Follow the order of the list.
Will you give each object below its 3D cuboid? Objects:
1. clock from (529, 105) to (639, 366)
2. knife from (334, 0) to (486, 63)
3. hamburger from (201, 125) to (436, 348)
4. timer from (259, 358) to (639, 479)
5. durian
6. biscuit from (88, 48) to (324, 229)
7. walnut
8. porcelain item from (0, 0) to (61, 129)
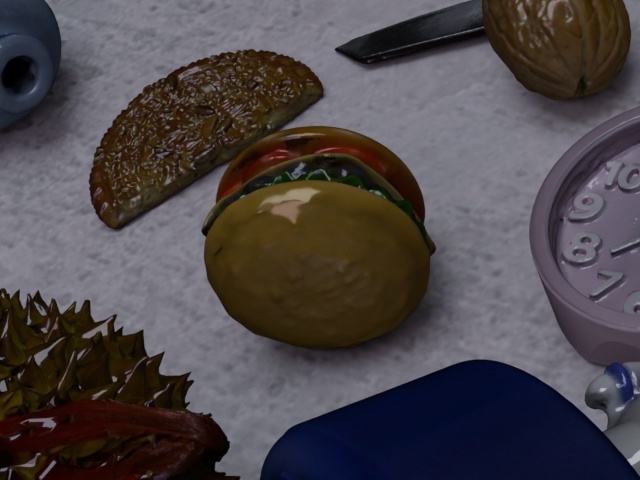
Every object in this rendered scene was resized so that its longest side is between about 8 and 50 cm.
[{"bbox_3d":[0.239,-0.002,1.191,0.196,0.068,0.197,-13,47,15],"label":"clock"},{"bbox_3d":[0.117,-0.174,1.431,0.230,0.028,0.060,-12,36,19],"label":"knife"},{"bbox_3d":[0.000,0.000,1.246,0.162,0.162,0.115,-11,42,17],"label":"hamburger"},{"bbox_3d":[0.189,0.143,1.001,0.383,0.270,0.270,-28,44,-21],"label":"timer"},{"bbox_3d":[-0.181,0.208,1.019,0.347,0.347,0.384,-14,55,14],"label":"durian"},{"bbox_3d":[-0.106,-0.097,1.463,0.206,0.025,0.126,-33,46,-5],"label":"biscuit"},{"bbox_3d":[0.170,-0.159,1.332,0.105,0.105,0.124,-28,59,1],"label":"walnut"},{"bbox_3d":[-0.316,-0.173,1.557,0.141,0.141,0.259,-45,41,-15],"label":"porcelain item"}]
